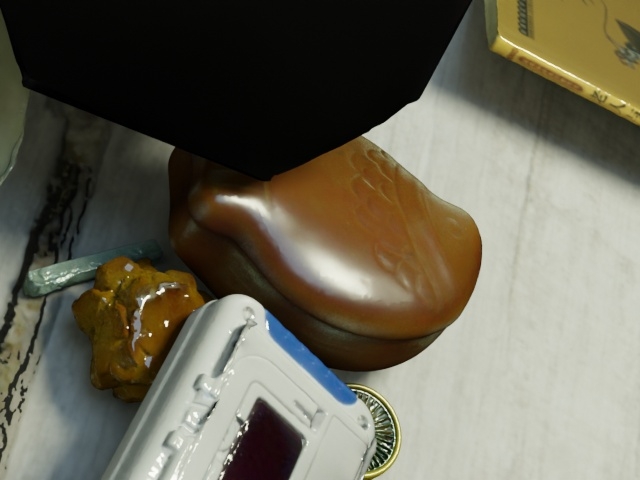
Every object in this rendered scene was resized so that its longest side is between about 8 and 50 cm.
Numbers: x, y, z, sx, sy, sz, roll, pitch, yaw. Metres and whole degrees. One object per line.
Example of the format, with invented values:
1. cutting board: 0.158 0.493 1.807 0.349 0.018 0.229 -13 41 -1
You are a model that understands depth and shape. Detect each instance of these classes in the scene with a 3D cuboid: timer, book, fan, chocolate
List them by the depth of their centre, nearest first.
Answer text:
1. timer: -0.058 0.175 1.179 0.178 0.078 0.253 44 47 -22
2. chocolate: -0.095 -0.286 1.264 0.384 0.383 0.331 6 21 -25
3. fan: 0.004 0.185 1.312 0.082 0.039 0.155 39 55 -5
4. book: 0.332 -0.182 1.633 0.389 0.032 0.269 24 36 -15

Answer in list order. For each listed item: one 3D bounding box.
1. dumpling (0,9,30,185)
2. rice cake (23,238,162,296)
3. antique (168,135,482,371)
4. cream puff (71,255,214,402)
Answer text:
1. dumpling: -0.367 -0.119 1.171 0.315 0.233 0.395 35 71 -13
2. rice cake: -0.182 0.022 1.311 0.121 0.022 0.021 -15 64 -33
3. antique: 0.000 0.000 1.335 0.278 0.129 0.223 15 47 -28
4. cream puff: -0.139 0.072 1.270 0.122 0.094 0.116 54 51 -23
